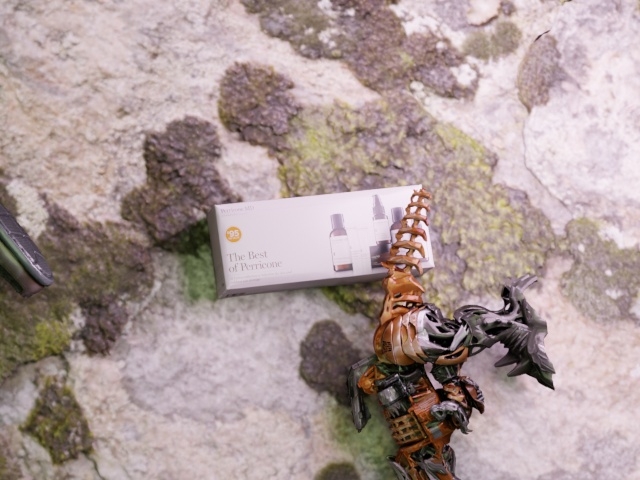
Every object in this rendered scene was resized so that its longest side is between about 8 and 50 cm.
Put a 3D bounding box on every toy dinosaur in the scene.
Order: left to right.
[{"bbox_3d":[0.133,0.116,1.993,0.218,0.164,0.322,-7,113,0],"label":"toy dinosaur"}]

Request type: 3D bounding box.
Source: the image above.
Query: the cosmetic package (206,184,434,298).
[{"bbox_3d":[0.000,0.000,2.043,0.239,0.060,0.099,-7,78,-14],"label":"cosmetic package"}]

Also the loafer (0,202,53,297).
[{"bbox_3d":[-0.393,-0.034,1.959,0.084,0.096,0.267,-41,81,2],"label":"loafer"}]
